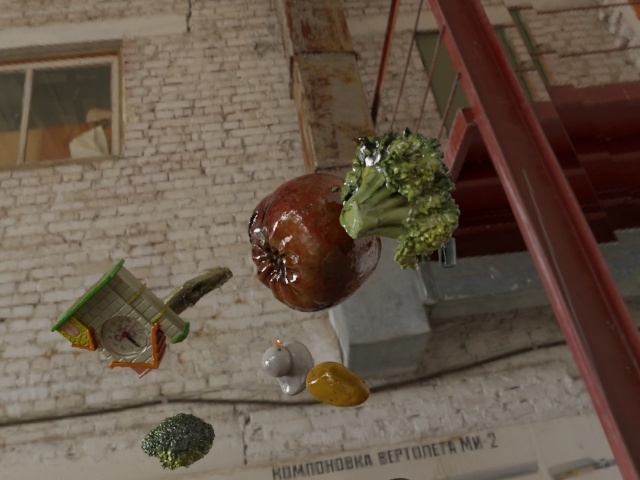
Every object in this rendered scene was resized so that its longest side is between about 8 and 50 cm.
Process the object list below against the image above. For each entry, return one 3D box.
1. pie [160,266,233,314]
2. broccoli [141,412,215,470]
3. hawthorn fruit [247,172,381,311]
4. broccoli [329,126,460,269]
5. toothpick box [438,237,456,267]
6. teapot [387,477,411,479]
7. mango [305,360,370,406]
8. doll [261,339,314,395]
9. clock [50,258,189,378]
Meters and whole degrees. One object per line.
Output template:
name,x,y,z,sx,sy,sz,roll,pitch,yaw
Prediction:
pie,-0.418,0.177,1.900,0.339,0.077,0.339,-36,2,1
broccoli,-0.472,0.679,2.131,0.176,0.198,0.226,-53,-33,-4
hawthorn fruit,0.000,0.000,1.827,0.403,0.402,0.402,-8,-31,-5
broccoli,0.161,-0.090,1.537,0.281,0.347,0.294,-20,13,-40
toothpick box,0.378,0.037,1.871,0.052,0.083,0.052,-1,-16,0
teapot,0.153,0.492,0.952,0.176,0.267,0.185,-11,-41,-25
mango,0.058,0.485,2.111,0.228,0.147,0.109,7,2,23
doll,-0.148,0.538,2.665,0.221,0.250,0.221,-8,3,0
clock,-0.483,0.213,1.554,0.220,0.106,0.255,-41,-75,15
